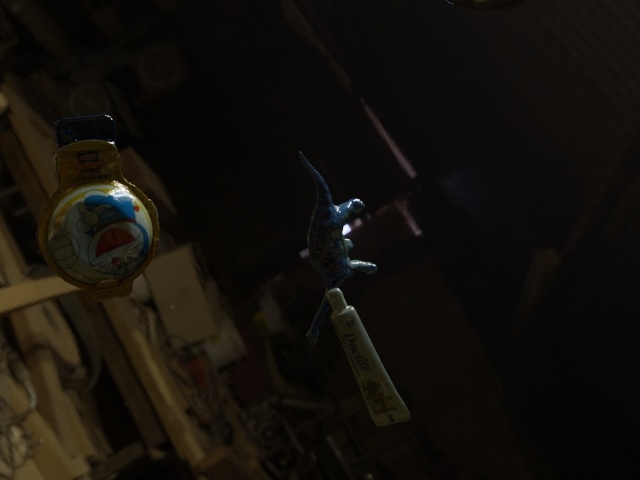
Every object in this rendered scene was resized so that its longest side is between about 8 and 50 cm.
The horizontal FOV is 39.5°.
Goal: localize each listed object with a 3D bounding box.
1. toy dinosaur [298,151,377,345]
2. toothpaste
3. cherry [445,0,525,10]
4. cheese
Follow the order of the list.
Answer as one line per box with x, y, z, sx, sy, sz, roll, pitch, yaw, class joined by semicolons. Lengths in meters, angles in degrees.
0.021;0.004;1.500;0.076;0.144;0.329;13;-69;43;toy dinosaur
0.072;0.194;1.471;0.255;0.067;0.037;65;24;-11;toothpaste
0.238;-0.398;1.271;0.176;0.176;0.140;-138;-126;-83;cherry
-0.329;-0.046;1.303;0.069;0.177;0.270;-166;-112;-76;cheese
